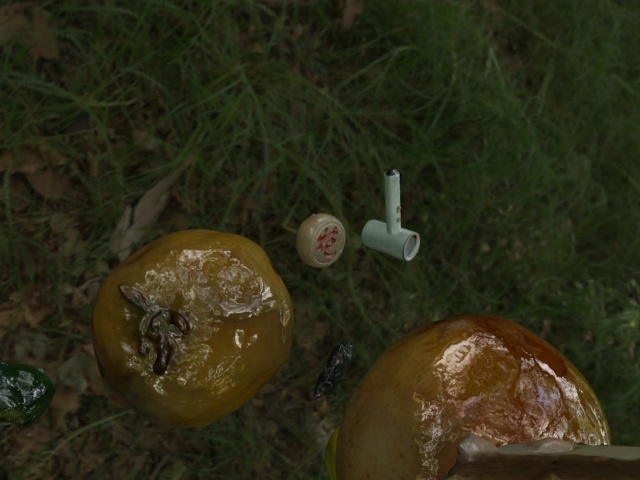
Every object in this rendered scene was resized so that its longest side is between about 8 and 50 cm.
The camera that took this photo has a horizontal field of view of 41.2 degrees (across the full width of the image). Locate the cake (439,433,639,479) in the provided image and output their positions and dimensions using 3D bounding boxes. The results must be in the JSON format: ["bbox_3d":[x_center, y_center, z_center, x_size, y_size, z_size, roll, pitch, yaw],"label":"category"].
[{"bbox_3d":[0.205,0.251,0.501,0.290,0.282,0.256,-4,89,-63],"label":"cake"}]

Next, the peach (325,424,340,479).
[{"bbox_3d":[0.124,0.502,1.949,0.231,0.231,0.231,14,69,-41],"label":"peach"}]

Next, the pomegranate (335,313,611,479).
[{"bbox_3d":[0.154,0.240,0.925,0.319,0.319,0.319,14,69,-41],"label":"pomegranate"}]

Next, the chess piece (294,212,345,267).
[{"bbox_3d":[0.000,0.000,1.288,0.083,0.038,0.084,-17,116,-39],"label":"chess piece"}]

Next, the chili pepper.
[{"bbox_3d":[-0.435,0.205,1.032,0.116,0.148,0.264,48,23,9],"label":"chili pepper"}]

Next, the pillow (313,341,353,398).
[{"bbox_3d":[0.033,0.316,2.067,0.090,0.048,0.150,22,96,-54],"label":"pillow"}]

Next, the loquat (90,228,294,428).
[{"bbox_3d":[-0.138,0.095,0.927,0.238,0.238,0.193,-15,64,-45],"label":"loquat"}]

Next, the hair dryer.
[{"bbox_3d":[0.159,-0.068,2.000,0.073,0.131,0.236,-42,140,-37],"label":"hair dryer"}]
